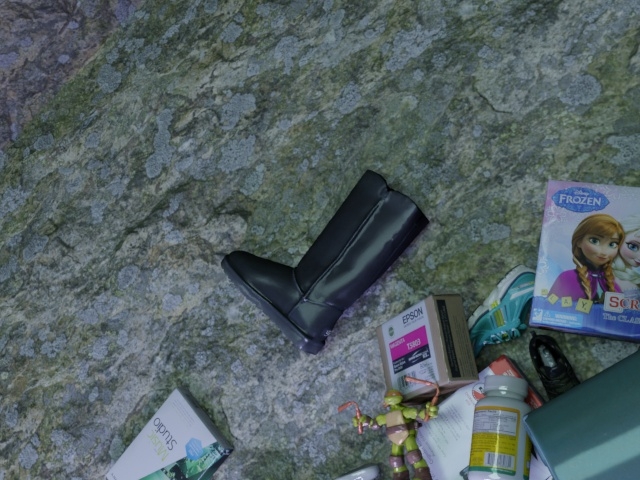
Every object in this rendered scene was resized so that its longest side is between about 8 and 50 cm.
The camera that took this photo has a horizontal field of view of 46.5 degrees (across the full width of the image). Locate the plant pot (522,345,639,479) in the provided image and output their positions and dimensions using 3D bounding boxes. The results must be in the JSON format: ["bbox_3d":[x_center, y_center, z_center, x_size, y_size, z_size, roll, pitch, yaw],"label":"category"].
[{"bbox_3d":[0.561,0.358,1.300,0.334,0.341,0.341,-27,62,6],"label":"plant pot"}]

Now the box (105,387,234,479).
[{"bbox_3d":[-0.402,0.585,1.961,0.232,0.058,0.322,42,97,32],"label":"box"}]

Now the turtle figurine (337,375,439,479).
[{"bbox_3d":[0.162,0.412,1.590,0.269,0.087,0.217,-21,70,34],"label":"turtle figurine"}]

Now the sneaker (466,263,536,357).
[{"bbox_3d":[0.392,0.179,1.631,0.110,0.107,0.275,41,96,23],"label":"sneaker"}]

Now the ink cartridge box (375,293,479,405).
[{"bbox_3d":[0.228,0.246,1.639,0.234,0.088,0.193,-42,52,53],"label":"ink cartridge box"}]

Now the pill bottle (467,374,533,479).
[{"bbox_3d":[0.358,0.377,1.467,0.117,0.117,0.209,-2,65,28],"label":"pill bottle"}]

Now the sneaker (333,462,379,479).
[{"bbox_3d":[0.061,0.586,1.705,0.212,0.080,0.094,-36,72,22],"label":"sneaker"}]

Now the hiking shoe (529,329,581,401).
[{"bbox_3d":[0.488,0.293,1.529,0.086,0.114,0.227,-36,61,15],"label":"hiking shoe"}]

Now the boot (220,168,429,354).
[{"bbox_3d":[0.002,0.001,1.868,0.367,0.146,0.445,41,100,22],"label":"boot"}]

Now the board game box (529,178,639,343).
[{"bbox_3d":[0.611,0.045,1.535,0.318,0.066,0.318,6,77,18],"label":"board game box"}]

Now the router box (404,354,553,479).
[{"bbox_3d":[0.377,0.464,1.554,0.301,0.082,0.335,-41,59,11],"label":"router box"}]
